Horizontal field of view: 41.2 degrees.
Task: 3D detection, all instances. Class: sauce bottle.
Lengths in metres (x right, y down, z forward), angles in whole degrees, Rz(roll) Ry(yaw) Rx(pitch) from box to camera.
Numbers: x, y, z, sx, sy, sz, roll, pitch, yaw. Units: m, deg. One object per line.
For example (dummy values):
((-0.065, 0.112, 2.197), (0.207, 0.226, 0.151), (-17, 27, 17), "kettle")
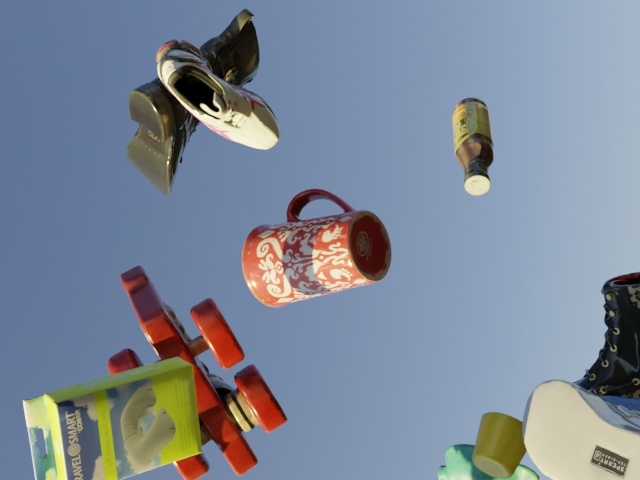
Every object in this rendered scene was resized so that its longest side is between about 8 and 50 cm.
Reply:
((0.160, -0.099, 0.887), (0.128, 0.042, 0.042), (-84, -17, -48), "sauce bottle")

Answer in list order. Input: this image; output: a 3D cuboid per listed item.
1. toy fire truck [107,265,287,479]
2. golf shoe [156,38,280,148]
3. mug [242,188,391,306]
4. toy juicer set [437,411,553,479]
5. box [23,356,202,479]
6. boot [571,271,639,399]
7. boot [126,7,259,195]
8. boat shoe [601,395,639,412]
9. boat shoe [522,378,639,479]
((-0.191, 0.193, 1.264), (0.169, 0.254, 0.302), (-32, -66, -7), "toy fire truck")
((-0.121, -0.159, 1.023), (0.186, 0.086, 0.067), (34, -67, -33), "golf shoe")
((-0.006, 0.003, 1.097), (0.113, 0.169, 0.150), (-6, -95, -51), "mug")
((0.264, 0.346, 1.170), (0.089, 0.209, 0.329), (-58, -5, -32), "toy juicer set")
((-0.220, 0.201, 0.923), (0.178, 0.042, 0.109), (-12, -77, -33), "box")
((0.391, 0.144, 1.158), (0.085, 0.236, 0.178), (-67, -39, -76), "boot")
((-0.177, -0.200, 1.277), (0.229, 0.091, 0.263), (-44, -13, -29), "boot")
((0.415, 0.238, 0.929), (0.109, 0.258, 0.089), (-27, -64, -36), "boat shoe")
((0.292, 0.203, 0.810), (0.088, 0.267, 0.096), (20, -95, -19), "boat shoe")
